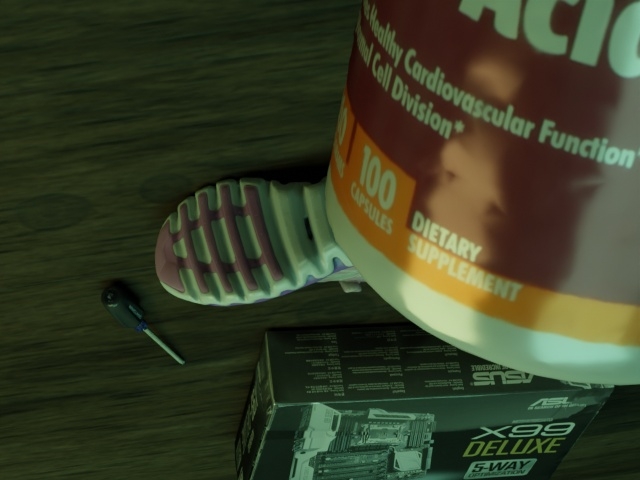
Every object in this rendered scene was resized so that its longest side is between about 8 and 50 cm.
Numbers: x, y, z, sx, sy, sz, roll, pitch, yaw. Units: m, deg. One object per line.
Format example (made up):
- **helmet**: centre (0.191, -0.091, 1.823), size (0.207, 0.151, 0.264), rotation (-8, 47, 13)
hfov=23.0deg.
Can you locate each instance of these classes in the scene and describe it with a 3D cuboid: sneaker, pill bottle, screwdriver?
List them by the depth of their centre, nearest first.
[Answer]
- **pill bottle**: centre (0.141, -0.155, 0.644), size (0.224, 0.224, 0.392), rotation (1, 125, -16)
- **sneaker**: centre (0.000, 0.000, 1.133), size (0.236, 0.095, 0.104), rotation (-15, 158, 10)
- **screwdriver**: centre (-0.141, 0.078, 1.296), size (0.024, 0.025, 0.170), rotation (-14, 150, 10)

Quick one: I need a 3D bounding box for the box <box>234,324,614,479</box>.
- **box**: centre (0.086, 0.162, 1.450), size (0.307, 0.077, 0.242), rotation (-1, 150, -12)
